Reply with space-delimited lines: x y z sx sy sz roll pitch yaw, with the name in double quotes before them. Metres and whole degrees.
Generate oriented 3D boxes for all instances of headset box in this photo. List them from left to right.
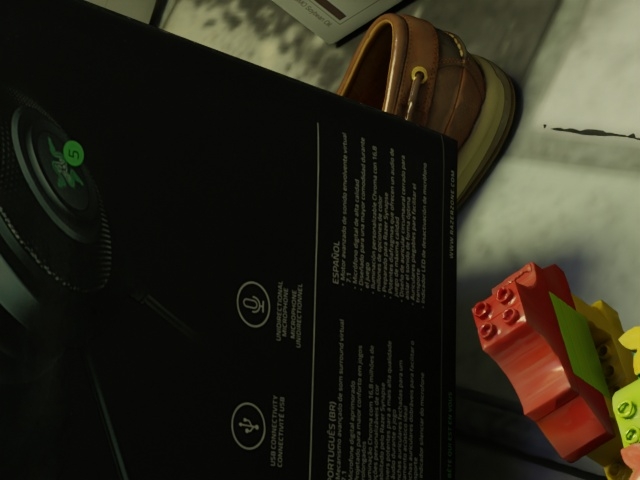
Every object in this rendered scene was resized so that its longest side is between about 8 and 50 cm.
"headset box" -0.101 0.066 0.467 0.131 0.283 0.246 -13 71 42

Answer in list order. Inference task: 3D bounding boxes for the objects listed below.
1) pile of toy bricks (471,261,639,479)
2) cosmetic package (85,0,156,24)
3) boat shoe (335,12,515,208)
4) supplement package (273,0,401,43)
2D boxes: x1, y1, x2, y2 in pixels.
"pile of toy bricks" 0.103 0.066 0.431 0.118 0.105 0.212 -36 41 24
"cosmetic package" -0.237 -0.225 0.812 0.155 0.365 0.197 -10 58 46
"boat shoe" 0.000 0.000 0.632 0.064 0.060 0.178 23 81 53
"supplement package" -0.030 -0.245 0.682 0.145 0.262 0.204 -28 45 32
